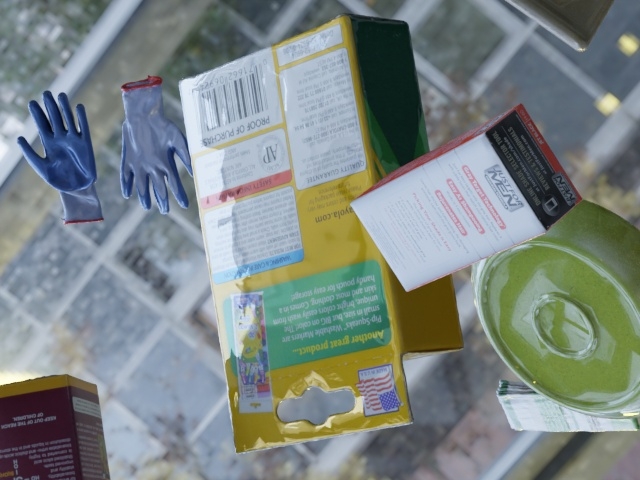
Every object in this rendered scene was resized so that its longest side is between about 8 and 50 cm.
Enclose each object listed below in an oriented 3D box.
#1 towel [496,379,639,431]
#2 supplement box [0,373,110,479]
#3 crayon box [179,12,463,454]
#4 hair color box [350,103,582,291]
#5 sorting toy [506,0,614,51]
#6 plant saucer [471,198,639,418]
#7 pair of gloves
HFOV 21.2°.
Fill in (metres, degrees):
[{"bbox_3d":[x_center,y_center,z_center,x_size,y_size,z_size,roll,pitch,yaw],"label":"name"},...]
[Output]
[{"bbox_3d":[0.288,0.191,1.984,0.113,0.152,0.023,60,-148,-56],"label":"towel"},{"bbox_3d":[-0.227,0.216,1.458,0.104,0.080,0.188,52,-152,-78],"label":"supplement box"},{"bbox_3d":[0.000,0.000,1.399,0.083,0.203,0.323,0,-101,-47],"label":"crayon box"},{"bbox_3d":[0.087,-0.024,1.055,0.043,0.141,0.072,-37,-83,-37],"label":"hair color box"},{"bbox_3d":[0.218,-0.261,1.485,0.307,0.041,0.229,35,-124,-3],"label":"sorting toy"},{"bbox_3d":[0.232,0.071,1.570,0.241,0.241,0.037,43,-130,11],"label":"plant saucer"},{"bbox_3d":[-0.233,-0.096,1.873,0.023,0.198,0.159,-63,-37,-67],"label":"pair of gloves"}]
